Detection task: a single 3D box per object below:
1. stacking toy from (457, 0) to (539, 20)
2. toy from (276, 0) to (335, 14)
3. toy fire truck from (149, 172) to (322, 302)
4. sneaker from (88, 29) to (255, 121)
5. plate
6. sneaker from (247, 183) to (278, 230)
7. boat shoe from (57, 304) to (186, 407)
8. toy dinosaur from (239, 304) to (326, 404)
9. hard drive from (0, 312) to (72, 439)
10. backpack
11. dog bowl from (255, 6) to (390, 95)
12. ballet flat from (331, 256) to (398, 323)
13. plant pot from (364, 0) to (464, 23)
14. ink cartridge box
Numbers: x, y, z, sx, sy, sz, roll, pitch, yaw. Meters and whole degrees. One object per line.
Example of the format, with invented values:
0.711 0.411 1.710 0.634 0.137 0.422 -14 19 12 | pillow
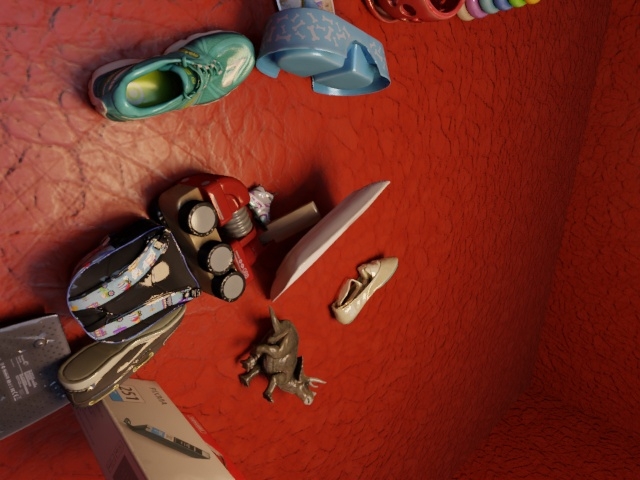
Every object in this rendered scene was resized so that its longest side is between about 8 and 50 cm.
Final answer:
0.506 -0.638 0.997 0.141 0.330 0.141 -19 118 -39 | stacking toy
-0.032 -0.507 0.723 0.137 0.056 0.237 -37 128 -30 | toy
-0.139 -0.034 0.744 0.246 0.159 0.216 -43 131 -37 | toy fire truck
-0.204 -0.246 0.618 0.275 0.110 0.106 -38 128 -29 | sneaker
0.000 0.000 0.854 0.045 0.278 0.277 44 66 3 | plate
-0.110 -0.072 0.827 0.069 0.038 0.098 -45 132 -22 | sneaker
-0.318 0.178 0.676 0.228 0.081 0.068 -40 142 -50 | boat shoe
-0.100 0.259 0.933 0.160 0.121 0.313 -35 123 -45 | toy dinosaur
-0.488 0.208 0.555 0.255 0.054 0.171 -22 120 -38 | hard drive
-0.303 0.065 0.635 0.173 0.117 0.158 -37 129 -29 | backpack
0.014 -0.341 0.751 0.297 0.166 0.073 -7 99 -50 | dog bowl
0.118 0.116 1.099 0.248 0.086 0.086 -49 133 -18 | ballet flat
0.190 -0.555 0.834 0.191 0.174 0.190 -19 119 -39 | plant pot
-0.238 0.336 0.674 0.261 0.296 0.066 33 82 -46 | ink cartridge box
